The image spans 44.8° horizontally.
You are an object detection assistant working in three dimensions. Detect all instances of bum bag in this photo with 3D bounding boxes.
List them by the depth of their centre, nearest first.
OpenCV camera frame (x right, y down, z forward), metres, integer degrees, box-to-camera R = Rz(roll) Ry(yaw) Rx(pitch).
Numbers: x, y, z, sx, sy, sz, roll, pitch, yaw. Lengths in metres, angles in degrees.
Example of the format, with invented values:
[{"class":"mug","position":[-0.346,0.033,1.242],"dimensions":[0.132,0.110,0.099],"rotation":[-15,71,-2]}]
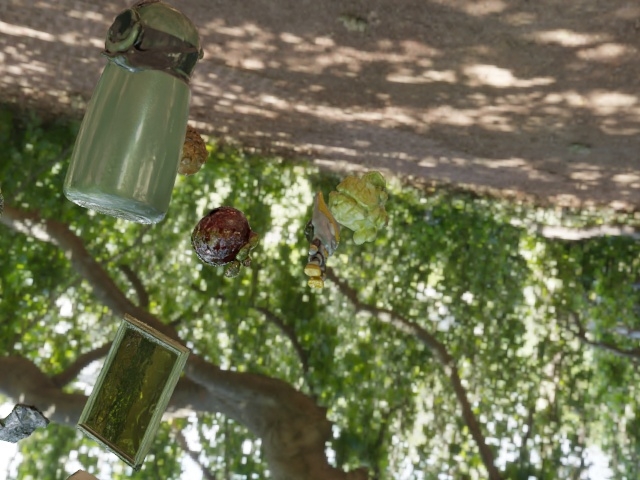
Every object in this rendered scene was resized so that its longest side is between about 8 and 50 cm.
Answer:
[{"class":"bum bag","position":[-0.733,0.442,1.882],"dimensions":[0.197,0.049,0.087],"rotation":[-33,123,33]}]

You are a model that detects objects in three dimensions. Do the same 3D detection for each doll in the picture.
[{"class":"doll","position":[0.000,-0.004,2.219],"dimensions":[0.103,0.316,0.145],"rotation":[-23,124,28]}]

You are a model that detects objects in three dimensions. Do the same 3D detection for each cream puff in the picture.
[{"class":"cream puff","position":[-0.377,-0.253,2.086],"dimensions":[0.165,0.150,0.115],"rotation":[20,126,-27]}]

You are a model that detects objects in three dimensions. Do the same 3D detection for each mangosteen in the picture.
[{"class":"mangosteen","position":[-0.248,0.001,2.062],"dimensions":[0.180,0.166,0.166],"rotation":[45,171,-2]}]

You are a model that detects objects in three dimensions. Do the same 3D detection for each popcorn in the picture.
[{"class":"popcorn","position":[0.084,-0.078,1.713],"dimensions":[0.135,0.163,0.141],"rotation":[2,-166,-13]}]

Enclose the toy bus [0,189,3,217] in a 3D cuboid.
[{"class":"toy bus","position":[-0.775,0.031,1.652],"dimensions":[0.144,0.330,0.152],"rotation":[6,-176,-10]}]

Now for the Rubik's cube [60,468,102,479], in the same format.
[{"class":"Rubik's cube","position":[-0.458,0.664,1.519],"dimensions":[0.291,0.290,0.291],"rotation":[31,172,0]}]

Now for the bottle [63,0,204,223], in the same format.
[{"class":"bottle","position":[-0.292,-0.210,1.249],"dimensions":[0.168,0.347,0.168],"rotation":[13,173,2]}]

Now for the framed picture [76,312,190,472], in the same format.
[{"class":"framed picture","position":[-0.370,0.290,1.510],"dimensions":[0.197,0.252,0.014],"rotation":[21,178,33]}]
